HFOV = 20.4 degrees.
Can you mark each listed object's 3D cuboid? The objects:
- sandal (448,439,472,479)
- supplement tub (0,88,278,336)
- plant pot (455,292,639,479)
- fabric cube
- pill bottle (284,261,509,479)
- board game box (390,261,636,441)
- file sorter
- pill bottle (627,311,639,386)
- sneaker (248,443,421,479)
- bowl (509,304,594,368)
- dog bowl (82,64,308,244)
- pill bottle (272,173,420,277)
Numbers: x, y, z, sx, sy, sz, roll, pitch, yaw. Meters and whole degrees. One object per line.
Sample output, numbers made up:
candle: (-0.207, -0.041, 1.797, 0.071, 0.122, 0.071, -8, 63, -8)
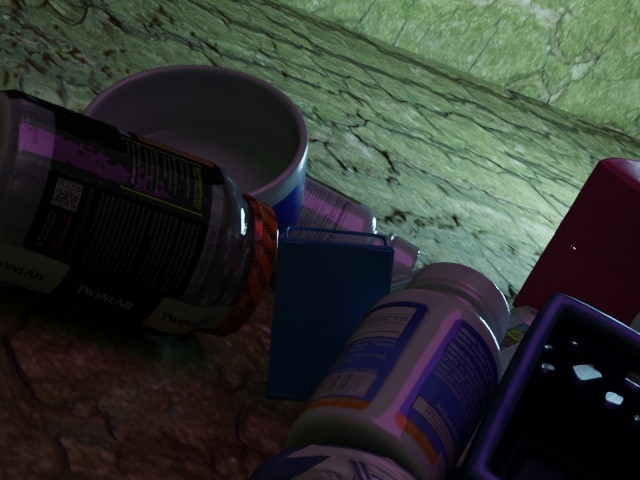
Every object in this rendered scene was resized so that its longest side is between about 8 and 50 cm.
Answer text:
sandal: (0.098, 0.205, 1.863, 0.265, 0.076, 0.102, 39, 20, 30)
supplement tub: (-0.214, -0.017, 1.816, 0.316, 0.194, 0.193, 20, 19, -26)
plant pot: (0.248, 0.232, 1.700, 0.236, 0.212, 0.236, 29, 56, 3)
fabric cube: (0.485, 0.057, 2.579, 0.258, 0.259, 0.254, 37, 18, 25)
pill bottle: (0.087, 0.143, 1.729, 0.152, 0.152, 0.272, 31, 44, 7)
board game box: (0.186, 0.154, 2.000, 0.303, 0.097, 0.224, 36, 19, 18)
file sorter: (0.010, 0.077, 1.877, 0.118, 0.170, 0.104, 5, 10, 0)
pill bottle: (0.546, 0.227, 2.242, 0.229, 0.229, 0.408, 19, 20, -28)
sneaker: (0.067, 0.275, 1.544, 0.296, 0.112, 0.131, 21, 23, 6)
bowl: (0.306, 0.134, 2.393, 0.142, 0.053, 0.142, 27, 6, -1)
dog bowl: (-0.148, -0.086, 2.066, 0.265, 0.104, 0.265, 2, 41, -2)
pill bottle: (0.000, 0.000, 2.205, 0.229, 0.131, 0.131, 28, 17, -2)
